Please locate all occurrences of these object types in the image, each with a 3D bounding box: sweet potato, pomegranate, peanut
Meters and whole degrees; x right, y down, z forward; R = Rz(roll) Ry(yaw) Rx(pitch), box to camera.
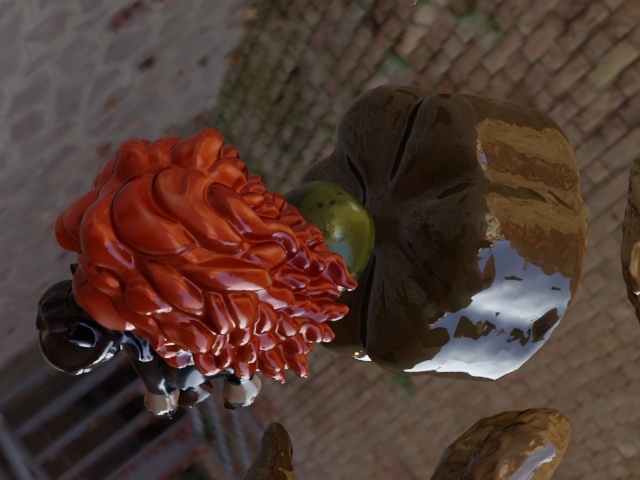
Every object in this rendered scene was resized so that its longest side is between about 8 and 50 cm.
[{"bbox_3d":[-0.088,0.339,1.673,0.310,0.098,0.124,-52,167,-74],"label":"sweet potato"},{"bbox_3d":[-0.008,-0.004,1.747,0.156,0.156,0.220,-39,-171,3],"label":"pomegranate"},{"bbox_3d":[0.231,0.282,1.698,0.197,0.110,0.233,-37,-177,-21],"label":"peanut"}]

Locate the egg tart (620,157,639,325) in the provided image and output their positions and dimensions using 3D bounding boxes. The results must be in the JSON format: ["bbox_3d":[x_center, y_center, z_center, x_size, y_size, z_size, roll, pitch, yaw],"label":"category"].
[{"bbox_3d":[0.376,0.064,1.062,0.153,0.351,0.339,-35,174,23],"label":"egg tart"}]

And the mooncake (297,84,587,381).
[{"bbox_3d":[0.170,-0.014,2.026,0.262,0.467,0.467,14,138,-36],"label":"mooncake"}]

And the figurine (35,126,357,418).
[{"bbox_3d":[-0.147,0.058,1.403,0.412,0.306,0.241,-46,-157,54],"label":"figurine"}]

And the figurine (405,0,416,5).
[{"bbox_3d":[0.148,-0.481,2.117,0.111,0.195,0.102,-7,-160,34],"label":"figurine"}]
